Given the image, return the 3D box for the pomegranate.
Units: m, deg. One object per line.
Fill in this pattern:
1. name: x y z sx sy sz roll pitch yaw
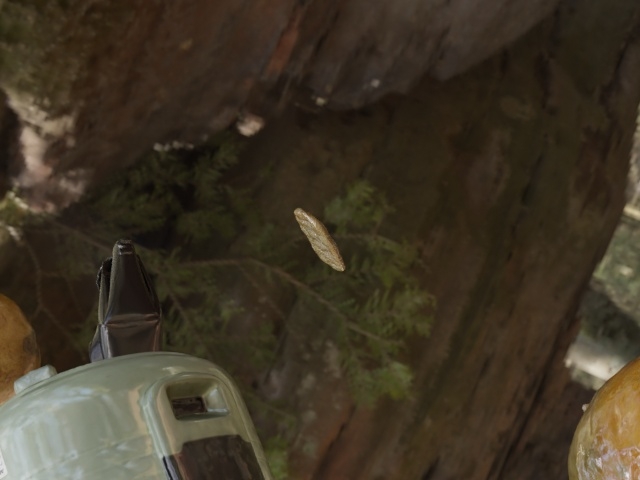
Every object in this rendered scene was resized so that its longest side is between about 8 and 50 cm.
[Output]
1. pomegranate: -0.725 0.242 2.161 0.281 0.281 0.281 23 -90 -78

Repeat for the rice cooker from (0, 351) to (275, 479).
1. rice cooker: -0.126 0.212 0.711 0.226 0.226 0.244 86 165 -65

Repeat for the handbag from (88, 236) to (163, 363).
1. handbag: -0.325 0.167 1.692 0.257 0.113 0.285 -112 23 -53

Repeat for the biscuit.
1. biscuit: 0.000 0.000 1.507 0.018 0.071 0.147 -47 -34 -12

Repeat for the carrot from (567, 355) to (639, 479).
1. carrot: 0.388 0.188 0.979 0.224 0.224 0.341 -56 -1 -41
